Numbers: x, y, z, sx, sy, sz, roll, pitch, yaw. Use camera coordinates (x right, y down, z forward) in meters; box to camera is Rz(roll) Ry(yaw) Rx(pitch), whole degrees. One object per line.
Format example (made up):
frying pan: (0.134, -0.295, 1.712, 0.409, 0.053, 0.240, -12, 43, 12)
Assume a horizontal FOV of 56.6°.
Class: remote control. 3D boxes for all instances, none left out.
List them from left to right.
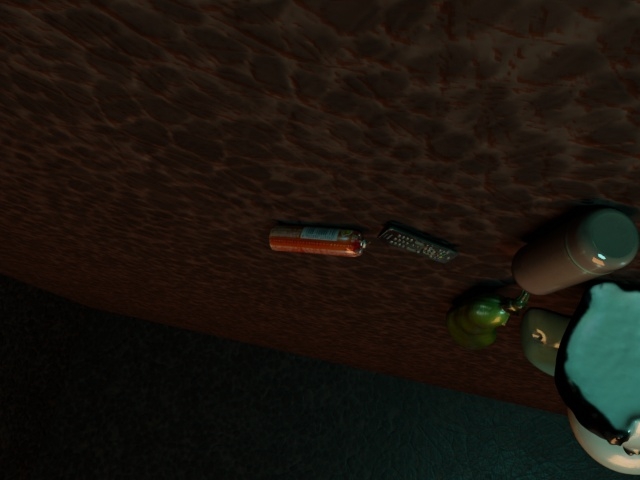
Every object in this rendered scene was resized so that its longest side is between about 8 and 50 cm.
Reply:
remote control: (0.108, 0.002, 0.652, 0.091, 0.016, 0.034, 19, 148, -19)

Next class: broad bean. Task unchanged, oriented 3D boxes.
broad bean: (0.225, 0.115, 0.844, 0.075, 0.067, 0.325, 4, 165, 4)

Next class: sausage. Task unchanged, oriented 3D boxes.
sausage: (0.000, 0.000, 0.707, 0.129, 0.034, 0.034, 3, 161, 31)

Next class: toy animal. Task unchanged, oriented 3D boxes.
toy animal: (0.370, 0.167, 0.671, 0.187, 0.165, 0.235, -24, 136, 13)

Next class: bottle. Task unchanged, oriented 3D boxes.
bottle: (0.219, 0.014, 0.525, 0.053, 0.053, 0.140, 15, 165, -3)

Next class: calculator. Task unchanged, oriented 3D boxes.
calculator: (0.452, 0.191, 0.939, 0.256, 0.055, 0.386, 5, 163, 28)
